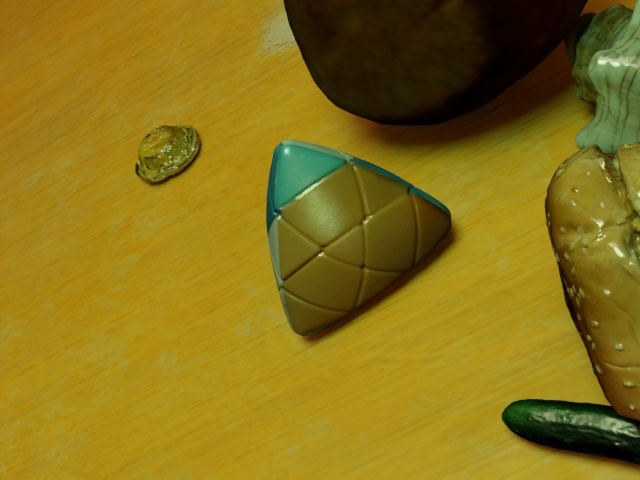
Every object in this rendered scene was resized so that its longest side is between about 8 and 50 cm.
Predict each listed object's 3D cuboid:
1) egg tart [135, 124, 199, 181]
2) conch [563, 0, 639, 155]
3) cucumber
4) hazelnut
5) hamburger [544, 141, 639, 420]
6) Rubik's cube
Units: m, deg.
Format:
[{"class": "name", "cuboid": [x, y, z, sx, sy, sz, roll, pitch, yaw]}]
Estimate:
[{"class": "egg tart", "cuboid": [-0.268, -0.157, 1.261, 0.130, 0.052, 0.130, -15, 48, 18]}, {"class": "conch", "cuboid": [0.367, -0.168, 0.796, 0.203, 0.169, 0.386, -53, 27, 20]}, {"class": "cucumber", "cuboid": [0.302, 0.188, 0.664, 0.284, 0.056, 0.056, 8, 62, 34]}, {"class": "hazelnut", "cuboid": [0.133, -0.357, 0.913, 0.402, 0.429, 0.402, 5, 65, -11]}, {"class": "hamburger", "cuboid": [0.288, 0.020, 0.669, 0.146, 0.243, 0.286, -17, 47, 23]}, {"class": "Rubik's cube", "cuboid": [0.000, 0.000, 0.943, 0.254, 0.254, 0.254, -16, 50, 20]}]
